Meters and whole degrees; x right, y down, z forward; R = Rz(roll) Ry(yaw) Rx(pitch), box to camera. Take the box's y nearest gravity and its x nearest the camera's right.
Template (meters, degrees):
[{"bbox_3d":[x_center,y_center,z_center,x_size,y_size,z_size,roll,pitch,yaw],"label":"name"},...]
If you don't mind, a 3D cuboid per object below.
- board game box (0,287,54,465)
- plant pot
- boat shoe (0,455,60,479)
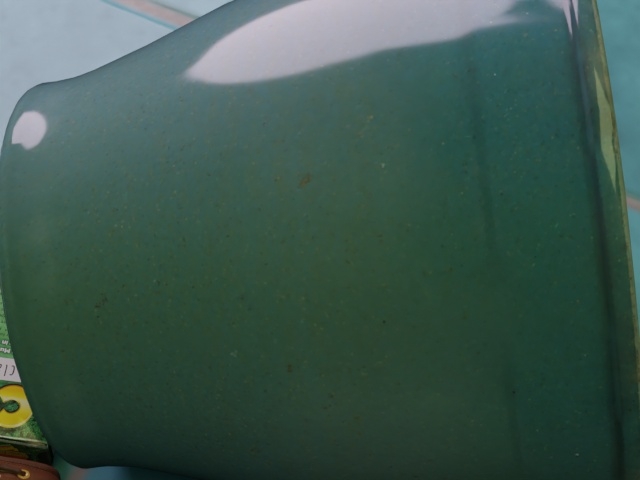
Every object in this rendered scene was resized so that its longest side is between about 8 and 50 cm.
[{"bbox_3d":[-0.253,0.033,0.725,0.259,0.030,0.136,9,56,-1],"label":"board game box"},{"bbox_3d":[0.000,0.000,0.650,0.255,0.272,0.272,-6,58,7],"label":"plant pot"},{"bbox_3d":[-0.207,0.115,0.662,0.178,0.064,0.060,15,53,-4],"label":"boat shoe"}]
